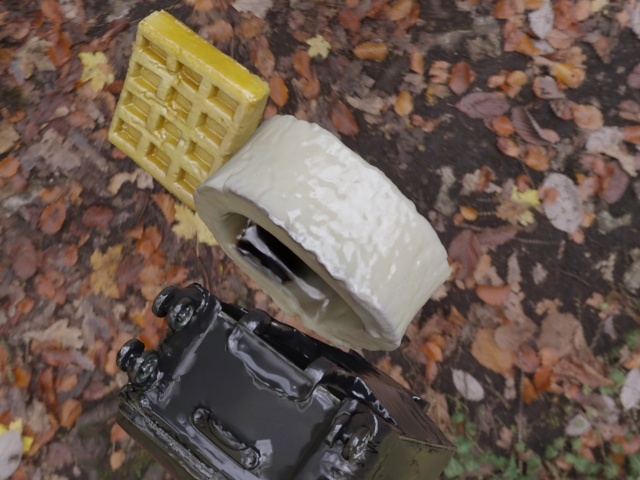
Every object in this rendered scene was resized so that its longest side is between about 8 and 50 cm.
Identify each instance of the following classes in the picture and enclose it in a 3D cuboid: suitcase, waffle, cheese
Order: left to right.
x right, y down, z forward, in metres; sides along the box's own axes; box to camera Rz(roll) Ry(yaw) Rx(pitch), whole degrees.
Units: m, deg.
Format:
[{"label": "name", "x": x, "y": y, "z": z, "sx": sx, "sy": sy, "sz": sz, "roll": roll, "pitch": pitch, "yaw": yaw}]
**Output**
[{"label": "waffle", "x": -0.207, "y": -0.188, "z": 1.394, "sx": 0.221, "sy": 0.055, "sz": 0.248, "roll": 38, "pitch": 127, "yaw": 14}, {"label": "suitcase", "x": -0.017, "y": 0.206, "z": 0.986, "sx": 0.283, "sy": 0.434, "sz": 0.194, "roll": 33, "pitch": 90, "yaw": 23}, {"label": "cheese", "x": 0.001, "y": -0.001, "z": 1.227, "sx": 0.332, "sy": 0.292, "sz": 0.153, "roll": 43, "pitch": 70, "yaw": 0}]
